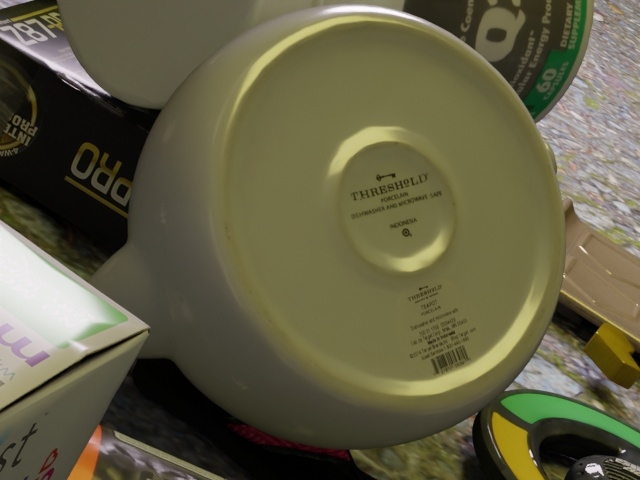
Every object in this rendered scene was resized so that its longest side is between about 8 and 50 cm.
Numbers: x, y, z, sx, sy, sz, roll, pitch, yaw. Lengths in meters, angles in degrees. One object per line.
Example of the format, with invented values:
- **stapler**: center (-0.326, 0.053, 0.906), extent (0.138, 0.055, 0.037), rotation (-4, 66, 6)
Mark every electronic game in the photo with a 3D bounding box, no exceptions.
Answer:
- **electronic game**: center (0.198, 0.171, 1.148), extent (0.229, 0.048, 0.229), rotation (26, 20, -10)

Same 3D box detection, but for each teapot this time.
- **teapot**: center (0.000, 0.000, 0.988), extent (0.256, 0.253, 0.187), rotation (29, -24, -19)

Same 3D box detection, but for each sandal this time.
- **sandal**: center (-0.024, 0.106, 1.006), extent (0.179, 0.040, 0.067), rotation (33, 19, 8)

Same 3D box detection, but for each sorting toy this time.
- **sorting toy**: center (0.261, 0.075, 1.486), extent (0.229, 0.041, 0.307), rotation (37, 21, 6)

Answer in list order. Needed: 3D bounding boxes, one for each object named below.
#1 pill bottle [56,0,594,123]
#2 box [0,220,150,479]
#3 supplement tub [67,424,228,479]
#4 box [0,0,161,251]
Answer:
- **pill bottle**: center (0.011, -0.165, 1.187), extent (0.204, 0.204, 0.361), rotation (42, 25, 29)
- **box**: center (-0.229, 0.057, 0.567), extent (0.262, 0.231, 0.127), rotation (34, 21, 11)
- **supplement tub**: center (-0.086, 0.138, 0.756), extent (0.197, 0.106, 0.106), rotation (25, 21, -13)
- **box**: center (-0.059, -0.072, 1.302), extent (0.318, 0.097, 0.395), rotation (34, 20, 5)
